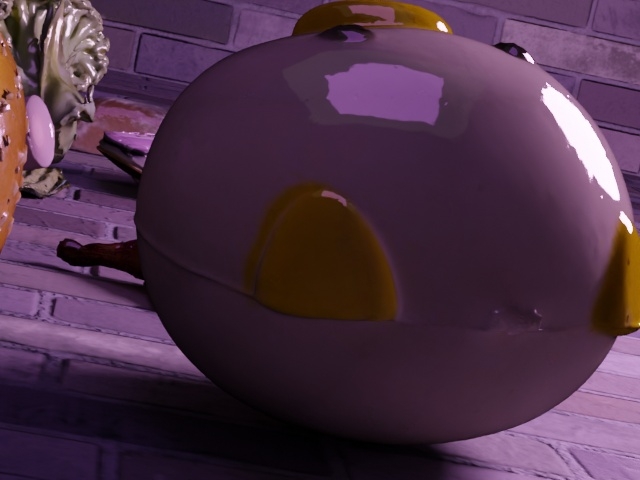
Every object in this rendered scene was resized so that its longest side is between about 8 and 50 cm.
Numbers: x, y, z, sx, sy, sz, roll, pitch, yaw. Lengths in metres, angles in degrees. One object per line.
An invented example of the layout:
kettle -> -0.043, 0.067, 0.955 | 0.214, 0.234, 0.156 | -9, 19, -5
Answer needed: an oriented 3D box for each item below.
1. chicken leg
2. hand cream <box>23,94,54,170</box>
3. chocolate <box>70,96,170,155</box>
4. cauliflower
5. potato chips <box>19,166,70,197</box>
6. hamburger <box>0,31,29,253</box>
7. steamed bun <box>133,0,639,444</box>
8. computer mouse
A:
chicken leg -> -0.150, 0.030, 1.557 | 0.205, 0.053, 0.093 | 15, 23, 40
hand cream -> -0.425, -0.103, 1.857 | 0.248, 0.083, 0.133 | -8, 3, 14
chocolate -> -0.250, -0.160, 2.447 | 0.254, 0.080, 0.157 | 11, 9, -8
cauliflower -> -0.397, -0.192, 2.091 | 0.327, 0.281, 0.260 | -20, -21, -21
potato chips -> -0.351, -0.071, 1.943 | 0.092, 0.028, 0.207 | 14, 10, 8
hamburger -> -0.404, -0.138, 1.525 | 0.268, 0.286, 0.445 | 11, 11, -20
steamed bun -> 0.052, -0.005, 1.224 | 0.374, 0.333, 0.334 | 0, 14, -30
computer mouse -> -0.140, -0.087, 2.173 | 0.310, 0.071, 0.158 | 5, 13, -35
